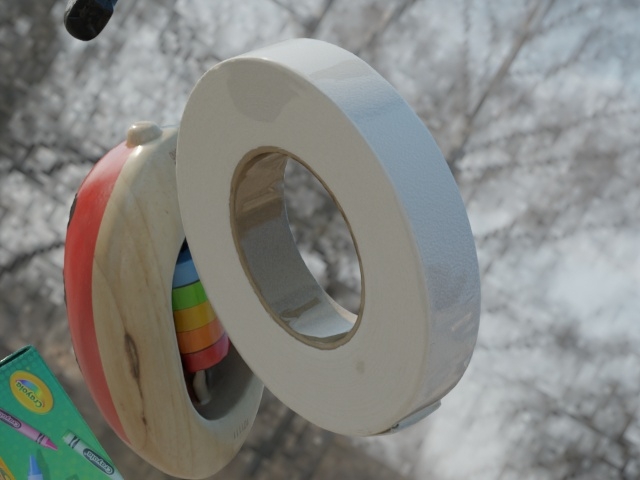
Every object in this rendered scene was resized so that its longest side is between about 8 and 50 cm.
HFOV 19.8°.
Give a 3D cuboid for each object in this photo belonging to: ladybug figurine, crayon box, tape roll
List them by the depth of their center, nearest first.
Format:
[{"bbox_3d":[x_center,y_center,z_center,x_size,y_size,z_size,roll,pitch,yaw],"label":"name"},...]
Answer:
[{"bbox_3d":[-0.225,0.235,1.607,0.278,0.081,0.165,57,-23,-2],"label":"crayon box"},{"bbox_3d":[0.000,0.000,1.767,0.392,0.072,0.392,31,-47,40],"label":"tape roll"},{"bbox_3d":[-0.188,0.066,2.146,0.162,0.305,0.449,7,-64,27],"label":"ladybug figurine"}]

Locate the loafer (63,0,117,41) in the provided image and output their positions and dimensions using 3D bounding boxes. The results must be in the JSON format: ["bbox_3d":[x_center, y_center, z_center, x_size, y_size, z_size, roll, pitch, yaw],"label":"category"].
[{"bbox_3d":[-0.250,-0.316,2.174,0.062,0.170,0.061,41,0,-27],"label":"loafer"}]
